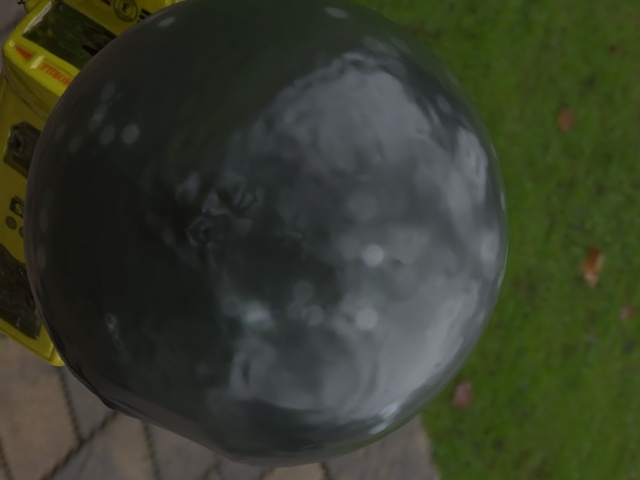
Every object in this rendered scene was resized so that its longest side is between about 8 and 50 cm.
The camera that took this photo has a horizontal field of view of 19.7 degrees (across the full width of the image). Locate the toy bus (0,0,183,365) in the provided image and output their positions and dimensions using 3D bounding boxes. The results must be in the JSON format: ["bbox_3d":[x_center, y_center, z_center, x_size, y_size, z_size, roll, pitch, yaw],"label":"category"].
[{"bbox_3d":[-0.158,-0.073,1.303,0.152,0.144,0.330,-42,161,-46],"label":"toy bus"}]

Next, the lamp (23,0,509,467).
[{"bbox_3d":[-0.019,-0.002,0.761,0.314,0.182,0.182,64,47,-87],"label":"lamp"}]
